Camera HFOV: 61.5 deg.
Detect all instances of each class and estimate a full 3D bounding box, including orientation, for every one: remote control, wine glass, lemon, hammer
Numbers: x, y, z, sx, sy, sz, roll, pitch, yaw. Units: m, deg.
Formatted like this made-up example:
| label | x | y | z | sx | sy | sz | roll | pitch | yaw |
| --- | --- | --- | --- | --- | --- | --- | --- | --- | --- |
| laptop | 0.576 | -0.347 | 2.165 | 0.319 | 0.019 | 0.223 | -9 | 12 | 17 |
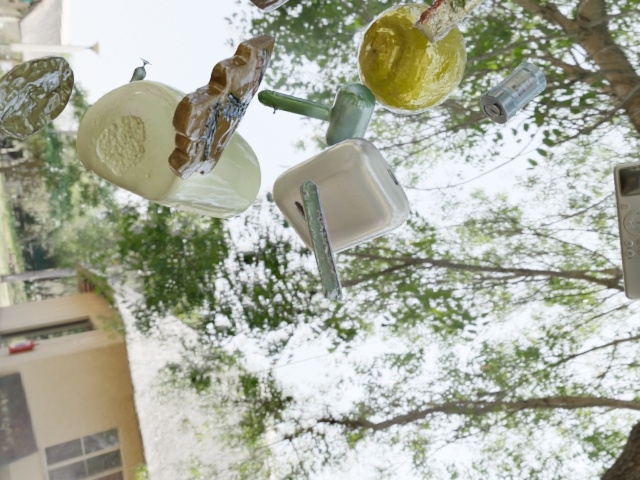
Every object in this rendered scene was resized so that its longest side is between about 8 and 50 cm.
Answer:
| label | x | y | z | sx | sy | sz | roll | pitch | yaw |
| --- | --- | --- | --- | --- | --- | --- | --- | --- | --- |
| remote control | 0.586 | -0.016 | 0.989 | 0.067 | 0.029 | 0.261 | -7 | -81 | 23 |
| wine glass | -0.498 | -0.458 | 1.479 | 0.083 | 0.039 | 0.042 | -55 | -132 | 12 |
| lemon | 0.283 | -0.557 | 1.662 | 0.348 | 0.348 | 0.348 | 22 | -64 | 57 |
| hammer | -0.020 | -0.376 | 1.555 | 0.119 | 0.335 | 0.206 | -83 | -173 | -46 |

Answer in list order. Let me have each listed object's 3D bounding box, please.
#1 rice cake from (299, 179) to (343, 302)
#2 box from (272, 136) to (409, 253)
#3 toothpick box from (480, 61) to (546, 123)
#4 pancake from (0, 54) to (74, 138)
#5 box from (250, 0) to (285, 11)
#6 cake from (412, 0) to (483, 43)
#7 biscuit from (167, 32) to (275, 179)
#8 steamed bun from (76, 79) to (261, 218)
| label | x | y | z | sx | sy | sz | roll | pitch | yaw |
| --- | --- | --- | --- | --- | --- | --- | --- | --- | --- |
| rice cake | 0.001 | 0.000 | 0.882 | 0.033 | 0.033 | 0.208 | 50 | 26 | -75 |
| box | 0.053 | -0.113 | 1.495 | 0.349 | 0.141 | 0.289 | -22 | -64 | 33 |
| toothpick box | 0.535 | -0.410 | 1.498 | 0.101 | 0.153 | 0.101 | 48 | -7 | 8 |
| pancake | -0.723 | -0.368 | 1.344 | 0.050 | 0.242 | 0.242 | 34 | -43 | 5 |
| box | -0.177 | -0.942 | 1.826 | 0.216 | 0.301 | 0.301 | -36 | -118 | 28 |
| cake | 0.339 | -0.597 | 1.378 | 0.086 | 0.220 | 0.117 | 46 | 1 | -10 |
| biscuit | -0.159 | -0.235 | 0.921 | 0.301 | 0.043 | 0.278 | -58 | 179 | -6 |
| steamed bun | -0.392 | -0.250 | 1.472 | 0.456 | 0.371 | 0.290 | 24 | -87 | 29 |
